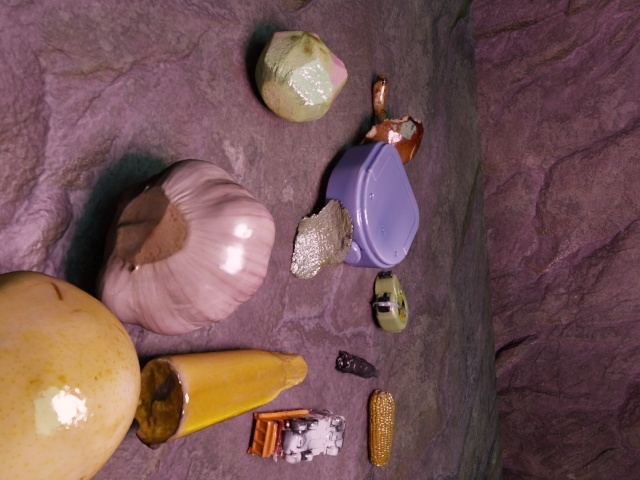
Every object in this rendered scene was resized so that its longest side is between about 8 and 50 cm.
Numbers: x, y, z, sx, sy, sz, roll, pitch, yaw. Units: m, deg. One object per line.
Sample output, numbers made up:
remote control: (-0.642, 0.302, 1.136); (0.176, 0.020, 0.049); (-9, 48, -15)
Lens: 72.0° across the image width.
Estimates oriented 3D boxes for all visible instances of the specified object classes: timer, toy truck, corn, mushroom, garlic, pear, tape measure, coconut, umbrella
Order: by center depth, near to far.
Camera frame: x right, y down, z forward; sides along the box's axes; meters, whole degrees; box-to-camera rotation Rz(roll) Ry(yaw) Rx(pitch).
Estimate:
pear: (-0.395, 0.191, 0.566); (0.309, 0.309, 0.309); (-1, 91, -53)
garlic: (-0.237, 0.017, 0.791); (0.259, 0.318, 0.317); (34, 63, -61)
coconut: (-0.045, -0.415, 1.101); (0.204, 0.236, 0.235); (94, 15, -64)
toy truck: (-0.053, 0.512, 1.165); (0.270, 0.135, 0.114); (20, 77, -47)
timer: (0.147, -0.083, 1.378); (0.395, 0.173, 0.394); (-2, 93, -55)
umbrella: (0.131, 0.424, 1.465); (0.066, 0.059, 0.236); (-58, 139, -5)
mushroom: (0.250, -0.385, 1.533); (0.233, 0.208, 0.301); (109, -4, -56)
corn: (0.212, 0.657, 1.548); (0.091, 0.091, 0.260); (-3, 94, -50)
tape measure: (0.252, 0.240, 1.583); (0.200, 0.106, 0.175); (63, 31, -34)

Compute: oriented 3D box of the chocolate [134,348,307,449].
chocolate: (-0.190, 0.321, 0.977); (0.445, 0.162, 0.162); (13, 80, -57)

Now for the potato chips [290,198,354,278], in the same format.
potato chips: (-0.001, 0.002, 1.233); (0.167, 0.228, 0.059); (54, 6, 0)
